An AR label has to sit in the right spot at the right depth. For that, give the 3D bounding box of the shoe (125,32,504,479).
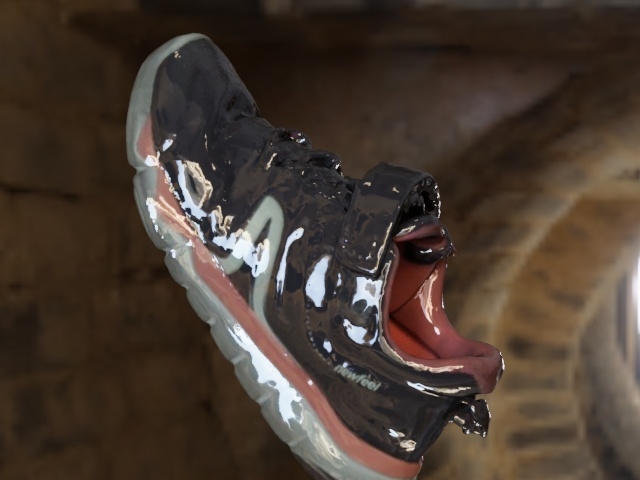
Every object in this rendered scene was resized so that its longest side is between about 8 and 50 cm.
[{"bbox_3d":[0.000,0.000,1.057,0.291,0.137,0.114,58,-158,10],"label":"shoe"}]
